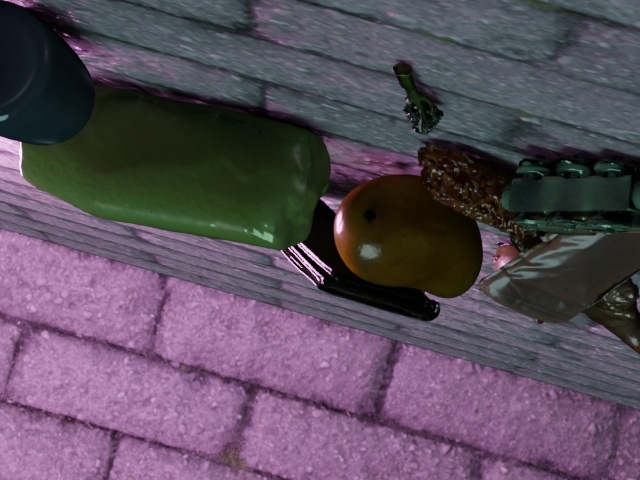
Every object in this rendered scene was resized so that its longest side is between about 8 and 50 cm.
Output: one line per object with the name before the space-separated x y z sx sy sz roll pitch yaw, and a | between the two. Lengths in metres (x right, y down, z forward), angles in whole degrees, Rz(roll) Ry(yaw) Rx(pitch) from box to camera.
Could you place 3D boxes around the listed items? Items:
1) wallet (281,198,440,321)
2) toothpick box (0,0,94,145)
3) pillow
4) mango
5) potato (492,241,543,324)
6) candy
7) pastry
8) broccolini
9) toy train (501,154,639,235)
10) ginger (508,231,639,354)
wallet | 0.000 0.001 2.208 0.169 0.044 0.317 18 -165 -35
toothpick box | -0.289 -0.154 1.821 0.120 0.120 0.184 14 175 13
pillow | 0.266 0.021 1.926 0.135 0.034 0.211 21 138 -34
mango | 0.103 -0.002 2.056 0.227 0.136 0.099 30 -160 -47
potato | 0.293 0.068 2.315 0.172 0.089 0.100 23 167 -36
candy | -0.157 -0.080 2.007 0.343 0.142 0.132 13 -175 23
pastry | 0.165 -0.044 1.876 0.169 0.063 0.087 20 174 -31
broccolini | 0.078 -0.128 1.628 0.035 0.030 0.140 52 180 21
toy train | 0.255 -0.038 1.740 0.118 0.074 0.176 10 174 -43
ginger | 0.293 0.034 2.099 0.166 0.080 0.333 43 -175 27
